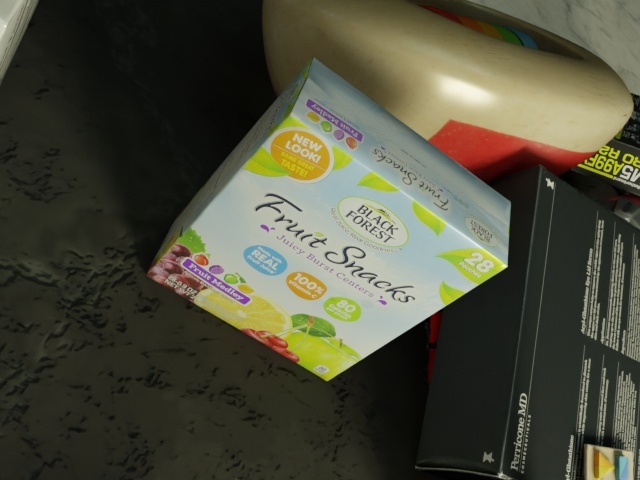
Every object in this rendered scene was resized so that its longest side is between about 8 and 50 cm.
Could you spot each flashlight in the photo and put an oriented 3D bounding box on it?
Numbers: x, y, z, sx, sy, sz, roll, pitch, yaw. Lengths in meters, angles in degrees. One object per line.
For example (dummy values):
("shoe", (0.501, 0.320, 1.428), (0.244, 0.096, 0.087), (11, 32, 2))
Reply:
("flashlight", (0.431, -0.039, 1.014), (0.103, 0.103, 0.304), (24, 30, 25))

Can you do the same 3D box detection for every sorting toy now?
("sorting toy", (0.226, 0.203, 0.568), (0.062, 0.012, 0.083), (17, 70, -30))

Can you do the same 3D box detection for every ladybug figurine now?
("ladybug figurine", (0.132, -0.153, 0.752), (0.449, 0.161, 0.305), (1, 32, -36))

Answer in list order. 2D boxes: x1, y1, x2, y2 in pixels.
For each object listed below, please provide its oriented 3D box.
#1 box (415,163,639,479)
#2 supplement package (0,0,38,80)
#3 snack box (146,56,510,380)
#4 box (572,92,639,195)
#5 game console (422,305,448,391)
("box", (0.202, 0.095, 0.647), (0.184, 0.103, 0.261), (27, 65, -29))
("supplement package", (-0.299, -0.154, 0.391), (0.262, 0.204, 0.145), (26, 47, -24))
("snack box", (0.000, 0.000, 0.527), (0.174, 0.207, 0.070), (32, 43, -17))
("box", (0.431, -0.143, 1.023), (0.216, 0.060, 0.270), (24, 32, 15))
("game console", (0.128, 0.078, 0.724), (0.144, 0.085, 0.124), (2, 90, -39))
